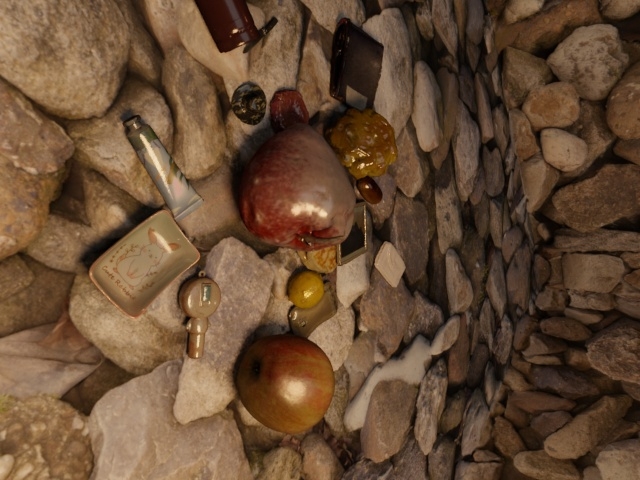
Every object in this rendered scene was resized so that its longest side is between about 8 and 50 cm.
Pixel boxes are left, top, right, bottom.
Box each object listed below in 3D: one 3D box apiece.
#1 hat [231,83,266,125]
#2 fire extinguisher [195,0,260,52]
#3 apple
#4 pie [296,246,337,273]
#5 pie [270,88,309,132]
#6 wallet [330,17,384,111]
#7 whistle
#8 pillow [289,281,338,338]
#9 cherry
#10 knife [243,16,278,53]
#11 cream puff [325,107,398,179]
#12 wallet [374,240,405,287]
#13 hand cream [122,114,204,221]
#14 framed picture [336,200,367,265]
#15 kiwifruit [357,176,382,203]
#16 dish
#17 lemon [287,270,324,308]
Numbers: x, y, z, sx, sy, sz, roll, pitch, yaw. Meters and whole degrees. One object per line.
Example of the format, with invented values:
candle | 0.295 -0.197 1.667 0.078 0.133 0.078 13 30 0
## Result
hat | -0.182 -0.368 1.141 0.121 0.050 0.121 -8 101 -44
fire extinguisher | -0.273 -0.624 0.985 0.135 0.114 0.338 -30 117 -11
apple | -0.096 0.382 1.146 0.233 0.256 0.257 36 68 -39
pie | 0.000 0.000 1.336 0.178 0.084 0.206 33 65 -52
pie | -0.089 -0.374 1.247 0.153 0.038 0.154 -1 92 -46
wallet | 0.124 -0.588 1.444 0.220 0.071 0.263 4 93 -51
whistle | -0.304 0.185 1.053 0.107 0.057 0.220 6 91 -47
pillow | -0.019 0.230 1.371 0.217 0.033 0.130 -30 115 -41
cherry | -0.048 -0.125 1.130 0.326 0.291 0.335 34 53 -18
knife | -0.168 -0.572 1.169 0.023 0.010 0.170 51 59 -36
cream puff | 0.136 -0.308 1.372 0.196 0.243 0.245 30 67 -81
wallet | 0.282 0.096 1.680 0.183 0.031 0.124 50 61 -38
hand cream | -0.364 -0.166 0.973 0.088 0.055 0.256 -46 130 -29
framed picture | 0.109 -0.030 1.440 0.265 0.018 0.193 -23 112 -63
kiwifruit | 0.179 -0.182 1.520 0.124 0.075 0.075 41 64 -36
dish | -0.395 0.048 0.932 0.212 0.077 0.151 -50 124 -32
lemon | -0.042 0.149 1.286 0.133 0.109 0.109 -40 121 -23
